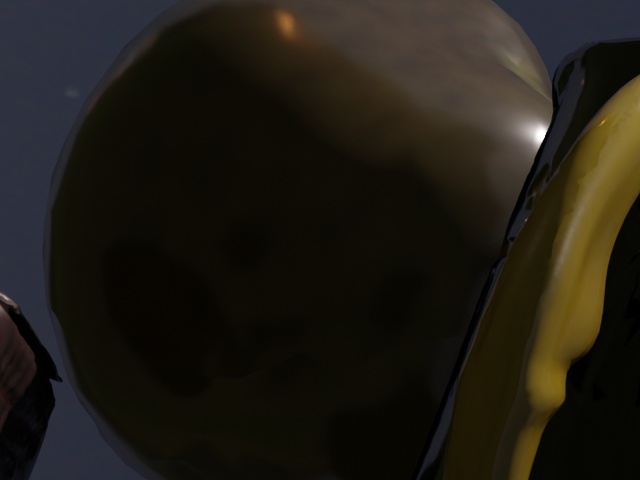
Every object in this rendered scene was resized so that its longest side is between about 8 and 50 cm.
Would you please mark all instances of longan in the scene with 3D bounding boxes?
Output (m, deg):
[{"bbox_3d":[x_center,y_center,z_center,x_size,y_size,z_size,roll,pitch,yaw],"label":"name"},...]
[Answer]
[{"bbox_3d":[0.000,0.000,1.207,0.404,0.336,0.404,-34,-150,23],"label":"longan"}]

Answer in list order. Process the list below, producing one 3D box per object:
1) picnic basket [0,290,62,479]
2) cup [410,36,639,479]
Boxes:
[{"bbox_3d":[-0.279,0.054,1.027,0.297,0.222,0.129,25,-110,15],"label":"picnic basket"},{"bbox_3d":[0.077,0.073,0.522,0.178,0.255,0.256,9,-107,56],"label":"cup"}]
